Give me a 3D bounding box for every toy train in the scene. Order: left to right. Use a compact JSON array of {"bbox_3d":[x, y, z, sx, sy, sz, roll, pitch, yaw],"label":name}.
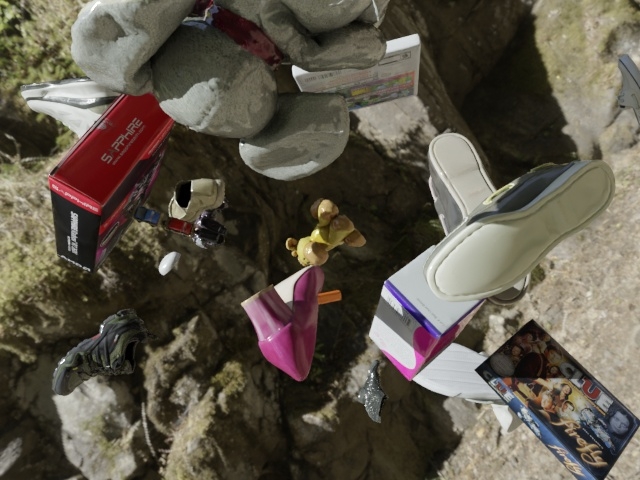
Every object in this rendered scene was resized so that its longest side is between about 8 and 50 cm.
[{"bbox_3d":[-0.234,-0.023,0.714,0.036,0.159,0.027,166,121,-72],"label":"toy train"}]

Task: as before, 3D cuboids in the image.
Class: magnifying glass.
[{"bbox_3d":[-0.044,0.169,1.181,0.231,0.092,0.026,-7,1,-32],"label":"magnifying glass"}]

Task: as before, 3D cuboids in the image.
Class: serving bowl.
[{"bbox_3d":[-0.468,0.066,1.332,0.083,0.027,0.083,-36,28,22],"label":"serving bowl"}]

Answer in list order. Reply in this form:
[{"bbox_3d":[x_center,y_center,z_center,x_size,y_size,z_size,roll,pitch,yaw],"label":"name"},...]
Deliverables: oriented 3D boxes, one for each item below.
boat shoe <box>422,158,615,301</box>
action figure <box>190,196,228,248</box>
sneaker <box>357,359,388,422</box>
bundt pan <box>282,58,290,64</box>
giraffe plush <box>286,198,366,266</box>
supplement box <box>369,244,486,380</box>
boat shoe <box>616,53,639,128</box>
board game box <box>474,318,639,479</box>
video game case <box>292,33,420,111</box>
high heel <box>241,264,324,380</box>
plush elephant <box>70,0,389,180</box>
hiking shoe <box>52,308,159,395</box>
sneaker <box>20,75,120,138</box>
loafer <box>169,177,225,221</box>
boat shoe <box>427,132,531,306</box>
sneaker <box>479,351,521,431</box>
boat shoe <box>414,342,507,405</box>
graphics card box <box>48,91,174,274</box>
[{"bbox_3d":[0.267,-0.018,0.617,0.305,0.109,0.091,-31,19,-8],"label":"boat shoe"},{"bbox_3d":[-0.360,-0.067,1.409,0.285,0.099,0.185,174,108,-72],"label":"action figure"},{"bbox_3d":[0.177,0.467,1.352,0.170,0.089,0.051,-63,-30,-16],"label":"sneaker"},{"bbox_3d":[-0.087,-0.583,1.078,0.331,0.124,0.331,-9,-9,-1],"label":"bundt pan"},{"bbox_3d":[0.000,0.000,1.226,0.170,0.181,0.210,-44,-1,-6],"label":"giraffe plush"},{"bbox_3d":[0.165,0.127,0.713,0.114,0.111,0.220,-33,-26,-22],"label":"supplement box"},{"bbox_3d":[0.367,-0.166,0.507,0.035,0.100,0.035,-28,6,39],"label":"boat shoe"},{"bbox_3d":[0.424,0.279,0.781,0.165,0.243,0.042,-28,-27,-30],"label":"board game box"},{"bbox_3d":[0.069,-0.277,0.756,0.202,0.023,0.183,-11,-8,10],"label":"video game case"},{"bbox_3d":[-0.022,0.106,0.618,0.082,0.117,0.244,-33,-4,11],"label":"high heel"},{"bbox_3d":[-0.069,-0.211,0.430,0.255,0.272,0.329,-40,37,18],"label":"plush elephant"},{"bbox_3d":[-0.462,0.258,0.927,0.227,0.114,0.086,-47,-11,-8],"label":"hiking shoe"},{"bbox_3d":[-0.611,-0.281,1.123,0.448,0.257,0.169,12,28,38],"label":"sneaker"},{"bbox_3d":[-0.354,-0.117,1.169,0.269,0.092,0.101,-17,68,47],"label":"loafer"},{"bbox_3d":[0.272,-0.037,0.764,0.112,0.334,0.095,-14,-26,4],"label":"boat shoe"},{"bbox_3d":[0.480,0.402,1.175,0.108,0.292,0.169,-36,45,-8],"label":"sneaker"},{"bbox_3d":[0.358,0.322,0.984,0.119,0.336,0.121,80,-157,-49],"label":"boat shoe"},{"bbox_3d":[-0.400,-0.097,0.831,0.371,0.094,0.232,-36,27,54],"label":"graphics card box"}]
